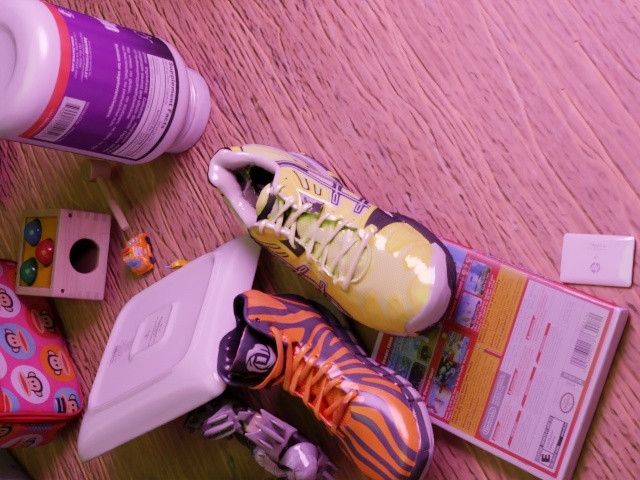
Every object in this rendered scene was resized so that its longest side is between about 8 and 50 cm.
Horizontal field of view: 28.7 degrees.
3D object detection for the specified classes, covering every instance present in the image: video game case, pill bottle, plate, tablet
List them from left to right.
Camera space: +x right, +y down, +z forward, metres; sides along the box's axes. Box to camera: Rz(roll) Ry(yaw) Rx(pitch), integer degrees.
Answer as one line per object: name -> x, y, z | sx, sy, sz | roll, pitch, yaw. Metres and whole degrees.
pill bottle -> -0.301, -0.201, 1.650 | 0.182, 0.323, 0.181 | -6, 81, 38
plate -> -0.204, 0.128, 1.616 | 0.278, 0.045, 0.277 | -30, 33, 33
video game case -> 0.187, 0.124, 1.405 | 0.285, 0.025, 0.204 | 23, 99, 38
tablet -> 0.297, 0.021, 1.342 | 0.083, 0.006, 0.054 | 3, 86, 40

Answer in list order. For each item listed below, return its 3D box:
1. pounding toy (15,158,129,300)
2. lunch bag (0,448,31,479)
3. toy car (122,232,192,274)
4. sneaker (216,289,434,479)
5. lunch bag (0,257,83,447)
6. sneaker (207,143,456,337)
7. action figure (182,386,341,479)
pounding toy -> -0.360, -0.019, 1.800 | 0.181, 0.094, 0.206 | 0, 84, 52
lunch bag -> -0.567, 0.379, 1.829 | 0.223, 0.262, 0.160 | 40, 109, 36
toy car -> -0.233, 0.015, 1.749 | 0.122, 0.040, 0.060 | -6, 81, 39
sneaker -> -0.014, 0.169, 1.428 | 0.321, 0.180, 0.124 | 45, 115, 46
lunch bag -> -0.498, 0.159, 1.804 | 0.120, 0.258, 0.293 | -43, 61, 27
sneaker -> 0.000, 0.000, 1.476 | 0.385, 0.147, 0.145 | 32, 104, 43
action figure -> -0.085, 0.236, 1.531 | 0.099, 0.185, 0.285 | -43, 36, -14
